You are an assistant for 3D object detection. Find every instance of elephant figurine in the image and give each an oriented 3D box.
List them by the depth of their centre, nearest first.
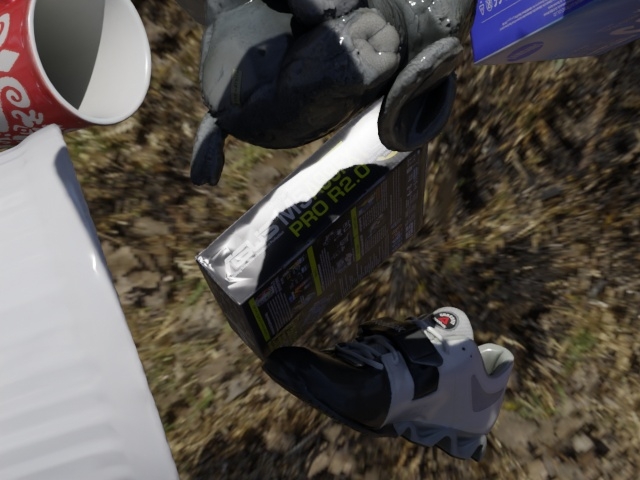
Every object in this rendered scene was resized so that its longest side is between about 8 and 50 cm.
[{"bbox_3d":[0.042,-0.141,0.894,0.186,0.239,0.169,-11,89,40],"label":"elephant figurine"}]

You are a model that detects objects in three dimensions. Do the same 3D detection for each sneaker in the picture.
[{"bbox_3d":[0.077,0.122,1.345,0.122,0.330,0.146,31,98,41],"label":"sneaker"}]

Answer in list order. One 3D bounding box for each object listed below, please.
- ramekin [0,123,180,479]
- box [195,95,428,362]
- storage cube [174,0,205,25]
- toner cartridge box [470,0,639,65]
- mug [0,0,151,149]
[{"bbox_3d":[-0.183,0.078,0.830,0.135,0.277,0.277,-19,88,-10],"label":"ramekin"},{"bbox_3d":[0.000,0.000,1.221,0.216,0.270,0.060,-41,76,-8],"label":"box"},{"bbox_3d":[-0.081,-0.356,1.598,0.184,0.215,0.193,27,85,29],"label":"storage cube"},{"bbox_3d":[0.291,-0.253,1.355,0.165,0.348,0.075,-6,87,-16],"label":"toner cartridge box"},{"bbox_3d":[-0.225,-0.137,0.956,0.169,0.113,0.150,-13,96,37],"label":"mug"}]
